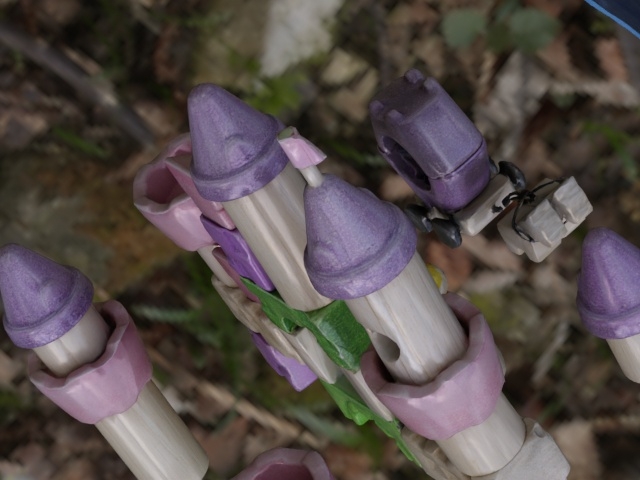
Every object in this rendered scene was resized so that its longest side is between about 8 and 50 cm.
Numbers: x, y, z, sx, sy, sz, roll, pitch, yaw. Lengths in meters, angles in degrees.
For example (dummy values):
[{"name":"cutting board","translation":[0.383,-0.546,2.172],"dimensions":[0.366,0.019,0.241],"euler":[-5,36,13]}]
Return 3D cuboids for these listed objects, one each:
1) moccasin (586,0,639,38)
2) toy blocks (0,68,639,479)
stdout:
[{"name":"moccasin","translation":[0.380,-0.232,1.842],"dimensions":[0.138,0.342,0.117],"euler":[-52,161,-27]},{"name":"toy blocks","translation":[0.000,0.000,0.976],"dimensions":[0.309,0.288,0.260],"euler":[-42,124,-13]}]
